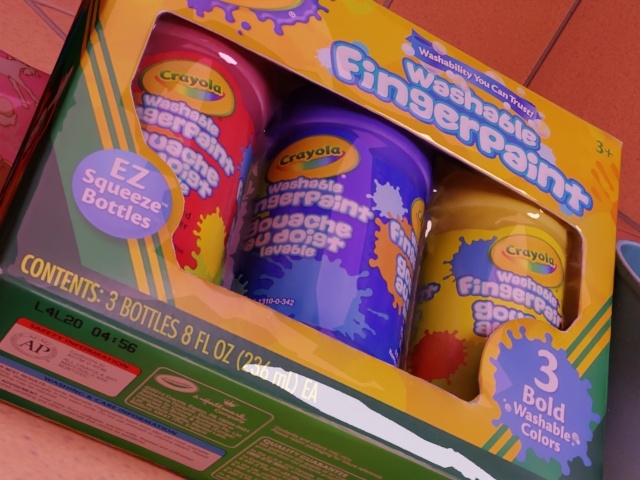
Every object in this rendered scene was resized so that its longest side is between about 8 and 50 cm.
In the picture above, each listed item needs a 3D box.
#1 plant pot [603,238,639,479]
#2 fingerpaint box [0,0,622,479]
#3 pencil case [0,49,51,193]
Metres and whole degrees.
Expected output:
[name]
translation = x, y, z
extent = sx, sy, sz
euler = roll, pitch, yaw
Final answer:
[plant pot]
translation = 0.280, 0.181, 1.072
extent = 0.272, 0.255, 0.271
euler = 31, 17, -11
[fingerpaint box]
translation = 0.000, 0.000, 0.956
extent = 0.445, 0.163, 0.371
euler = 27, 51, -17
[pencil case]
translation = -0.300, -0.088, 1.025
extent = 0.386, 0.167, 0.160
euler = 25, -12, -18
